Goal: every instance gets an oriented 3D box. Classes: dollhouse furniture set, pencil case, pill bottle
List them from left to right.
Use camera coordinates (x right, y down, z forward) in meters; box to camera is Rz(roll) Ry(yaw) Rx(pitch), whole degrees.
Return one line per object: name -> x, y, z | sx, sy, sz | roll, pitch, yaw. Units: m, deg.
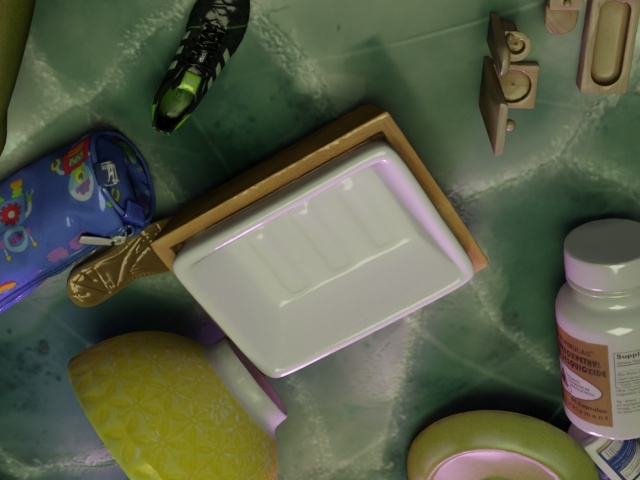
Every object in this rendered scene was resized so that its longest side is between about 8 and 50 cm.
pencil case -> -0.318, -0.002, 1.382 | 0.306, 0.133, 0.119 | -29, 149, 16
dollhouse furniture set -> 0.248, -0.174, 1.290 | 0.151, 0.123, 0.144 | 1, 120, -1
pill bottle -> 0.362, 0.266, 1.577 | 0.067, 0.067, 0.120 | -36, 114, 18
pill bottle -> 0.332, 0.098, 1.444 | 0.131, 0.131, 0.229 | -8, 119, 4

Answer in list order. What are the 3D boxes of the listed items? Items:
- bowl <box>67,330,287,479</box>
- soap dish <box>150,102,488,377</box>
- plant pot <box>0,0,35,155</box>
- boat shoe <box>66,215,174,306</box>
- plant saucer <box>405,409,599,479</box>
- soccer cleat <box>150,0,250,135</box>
bowl -> -0.131, 0.199, 1.431 | 0.156, 0.289, 0.289 | -38, 115, -1
soap dish -> 0.000, 0.000, 1.379 | 0.291, 0.118, 0.229 | -28, 124, 15
plant pot -> -0.410, -0.225, 1.152 | 0.367, 0.366, 0.353 | 5, 131, -4
boat shoe -> -0.208, 0.013, 1.432 | 0.170, 0.059, 0.063 | -25, 113, -10
plant saucer -> 0.221, 0.307, 1.580 | 0.241, 0.037, 0.241 | 7, 130, 9
soccer cleat -> -0.122, -0.184, 1.310 | 0.060, 0.072, 0.179 | 25, 116, -14
